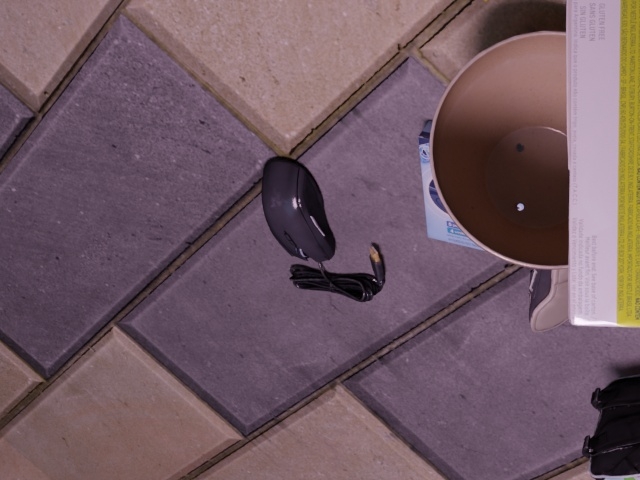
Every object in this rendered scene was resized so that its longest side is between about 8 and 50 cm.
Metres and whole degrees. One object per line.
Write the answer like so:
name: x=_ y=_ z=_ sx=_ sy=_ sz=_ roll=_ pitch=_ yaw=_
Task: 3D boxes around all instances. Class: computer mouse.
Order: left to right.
computer mouse: x=0.000 y=0.000 z=2.185 sx=0.184 sy=0.060 sz=0.262 roll=11 pitch=135 yaw=29

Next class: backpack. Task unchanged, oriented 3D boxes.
backpack: x=0.515 y=0.277 z=1.962 sx=0.253 sy=0.225 sz=0.191 roll=-22 pitch=118 yaw=35

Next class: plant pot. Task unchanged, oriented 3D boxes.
plant pot: x=0.275 y=-0.095 z=1.767 sx=0.284 sy=0.284 sz=0.191 roll=30 pitch=175 yaw=7

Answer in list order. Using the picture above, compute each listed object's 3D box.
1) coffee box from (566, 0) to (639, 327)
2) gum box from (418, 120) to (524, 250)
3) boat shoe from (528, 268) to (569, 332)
coffee box: x=0.416 y=-0.108 z=1.373 sx=0.334 sy=0.337 sz=0.338 roll=1 pitch=100 yaw=14
gum box: x=0.219 y=-0.067 z=1.975 sx=0.157 sy=0.041 sz=0.184 roll=14 pitch=137 yaw=25
boat shoe: x=0.329 y=0.053 z=2.018 sx=0.206 sy=0.075 sz=0.065 roll=97 pitch=156 yaw=-52
